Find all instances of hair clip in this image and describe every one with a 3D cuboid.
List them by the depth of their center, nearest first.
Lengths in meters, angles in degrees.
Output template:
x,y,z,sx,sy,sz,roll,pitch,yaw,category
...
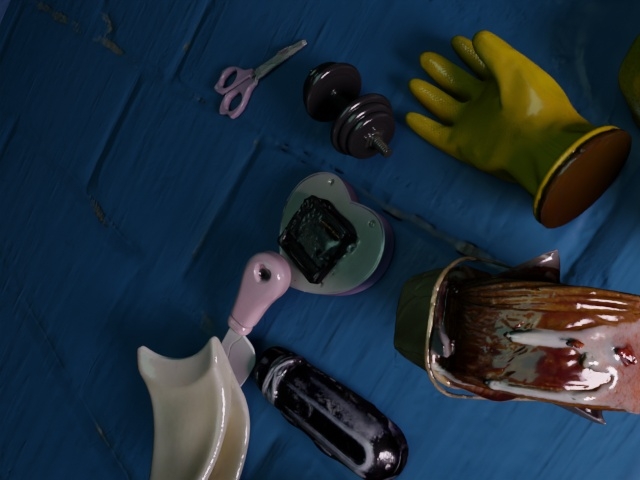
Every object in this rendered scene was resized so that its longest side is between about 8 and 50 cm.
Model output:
x,y,z,sx,sy,sz,roll,pitch,yaw,category
-0.193,0.300,0.766,0.172,0.113,0.282,-14,68,28,hair clip

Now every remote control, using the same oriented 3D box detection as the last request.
x,y,z,sx,sy,sz,roll,pitch,yaw,category
-0.006,0.225,0.670,0.266,0.066,0.090,25,90,37,remote control

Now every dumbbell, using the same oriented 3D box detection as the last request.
x,y,z,sx,sy,sz,roll,pitch,yaw,category
0.039,-0.188,0.718,0.099,0.099,0.208,-46,57,18,dumbbell

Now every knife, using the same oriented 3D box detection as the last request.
x,y,z,sx,sy,sz,roll,pitch,yaw,category
-0.127,0.162,0.775,0.081,0.043,0.336,35,115,20,knife

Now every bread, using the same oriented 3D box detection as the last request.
x,y,z,sx,sy,sz,roll,pitch,yaw,category
0.195,0.083,0.463,0.212,0.224,0.142,-6,74,58,bread

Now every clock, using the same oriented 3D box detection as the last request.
x,y,z,sx,sy,sz,roll,pitch,yaw,category
0.000,0.000,0.723,0.172,0.064,0.198,-50,55,14,clock

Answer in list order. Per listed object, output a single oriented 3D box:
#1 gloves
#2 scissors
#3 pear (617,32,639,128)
x,y,z,sx,sy,sz,roll,pitch,yaw,category
0.202,-0.150,0.600,0.133,0.116,0.294,-45,51,10,gloves
-0.112,-0.305,0.903,0.212,0.021,0.110,-25,68,30,scissors
0.365,-0.167,0.480,0.141,0.104,0.141,-11,72,38,pear
